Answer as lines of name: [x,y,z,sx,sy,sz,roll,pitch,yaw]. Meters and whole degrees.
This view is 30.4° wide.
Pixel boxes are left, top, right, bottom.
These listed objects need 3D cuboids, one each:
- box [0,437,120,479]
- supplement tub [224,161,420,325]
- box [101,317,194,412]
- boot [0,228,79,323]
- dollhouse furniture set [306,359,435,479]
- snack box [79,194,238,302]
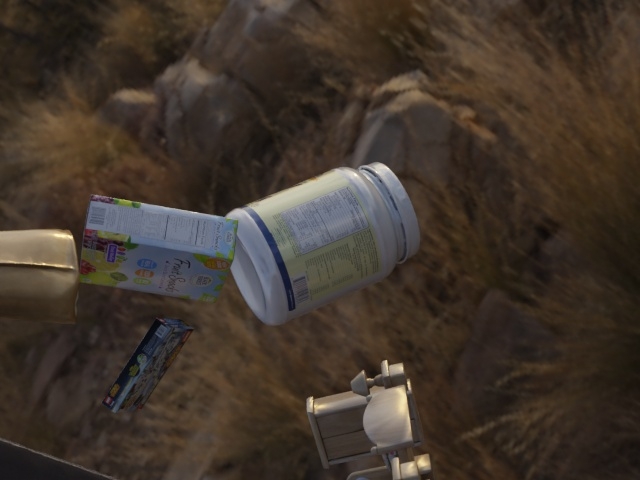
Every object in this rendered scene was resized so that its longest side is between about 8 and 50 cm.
box: [-0.155,0.279,0.539,0.179,0.343,0.313,-16,62,17]
supplement tub: [0.000,0.000,2.236,0.324,0.235,0.235,-23,20,-18]
box: [-0.231,0.167,1.586,0.137,0.027,0.094,-56,-14,3]
boot: [-0.400,0.071,1.306,0.089,0.269,0.236,-55,39,45]
dollhouse furniture set: [0.079,0.377,1.777,0.173,0.303,0.355,-13,26,6]
snack box: [-0.232,0.016,1.670,0.174,0.207,0.070,118,158,-63]
